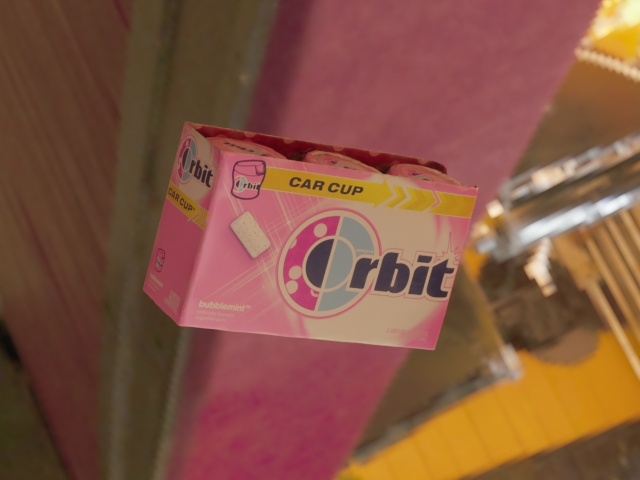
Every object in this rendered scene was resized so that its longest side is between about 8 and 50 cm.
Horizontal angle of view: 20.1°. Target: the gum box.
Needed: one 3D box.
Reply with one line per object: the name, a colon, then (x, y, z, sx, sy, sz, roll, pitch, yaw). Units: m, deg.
gum box: (0.000, 0.000, 1.084, 0.188, 0.062, 0.107, 7, 106, -30)
